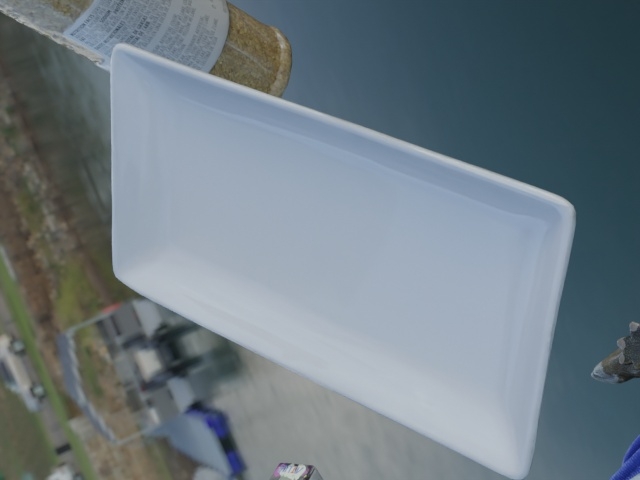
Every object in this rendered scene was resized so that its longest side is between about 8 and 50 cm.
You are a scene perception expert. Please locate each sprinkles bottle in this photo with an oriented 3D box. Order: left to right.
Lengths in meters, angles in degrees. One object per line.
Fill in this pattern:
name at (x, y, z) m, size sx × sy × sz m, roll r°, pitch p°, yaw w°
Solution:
sprinkles bottle at (-0.185, -0.214, 1.098) m, size 0.355 × 0.121 × 0.121 m, roll 26°, pitch -164°, yaw -41°

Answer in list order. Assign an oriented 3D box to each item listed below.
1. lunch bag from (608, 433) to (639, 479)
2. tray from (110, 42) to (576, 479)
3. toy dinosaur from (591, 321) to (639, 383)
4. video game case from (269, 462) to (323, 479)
lunch bag at (0.327, 0.319, 0.925) m, size 0.328 × 0.385 × 0.239 m, roll 38°, pitch -175°, yaw 5°
tray at (0.000, 0.000, 0.604) m, size 0.270 × 0.030 × 0.145 m, roll 23°, pitch 124°, yaw 31°
toy dinosaur at (0.303, 0.072, 0.792) m, size 0.313 × 0.160 × 0.121 m, roll 13°, pitch 88°, yaw 49°
video game case at (-0.017, 0.322, 0.921) m, size 0.042 × 0.210 × 0.232 m, roll -1°, pitch 131°, yaw 38°
